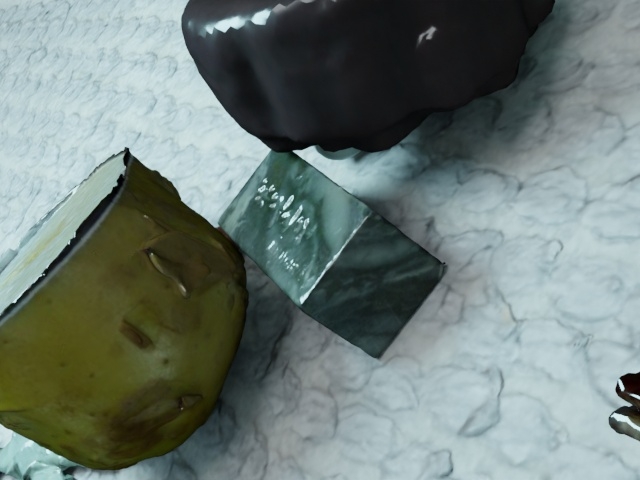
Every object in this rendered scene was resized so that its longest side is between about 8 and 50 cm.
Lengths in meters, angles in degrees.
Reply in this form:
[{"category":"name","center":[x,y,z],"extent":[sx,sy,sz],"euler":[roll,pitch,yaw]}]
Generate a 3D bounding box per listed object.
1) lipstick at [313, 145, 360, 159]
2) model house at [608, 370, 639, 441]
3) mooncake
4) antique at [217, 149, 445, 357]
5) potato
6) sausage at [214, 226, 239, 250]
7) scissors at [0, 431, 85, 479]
[{"category":"lipstick","center":[-0.022,-0.158,0.996],"extent":[0.059,0.059,0.264],"euler":[-47,34,11]},{"category":"model house","center":[0.228,0.094,0.394],"extent":[0.203,0.164,0.141],"euler":[31,92,54]},{"category":"mooncake","center":[0.039,-0.179,0.824],"extent":[0.283,0.141,0.283],"euler":[-19,29,11]},{"category":"antique","center":[0.000,0.000,0.811],"extent":[0.088,0.086,0.183],"euler":[-53,34,2]},{"category":"potato","center":[-0.174,0.067,0.882],"extent":[0.246,0.196,0.299],"euler":[-42,18,3]},{"category":"sausage","center":[-0.124,0.017,0.991],"extent":[0.158,0.036,0.042],"euler":[-29,50,32]},{"category":"scissors","center":[-0.287,0.207,1.031],"extent":[0.384,0.029,0.256],"euler":[12,71,52]}]
